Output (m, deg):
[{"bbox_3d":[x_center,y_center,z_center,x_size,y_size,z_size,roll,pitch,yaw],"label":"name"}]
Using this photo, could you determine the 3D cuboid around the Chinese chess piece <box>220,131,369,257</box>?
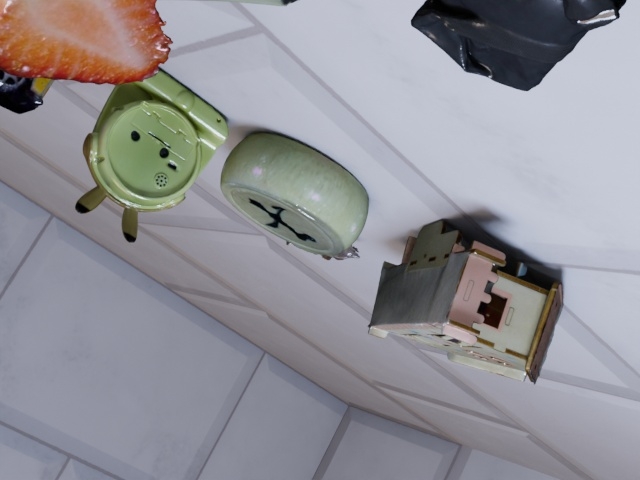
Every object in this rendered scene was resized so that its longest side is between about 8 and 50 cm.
[{"bbox_3d":[-0.037,-0.063,1.258,0.238,0.092,0.238,25,165,7],"label":"Chinese chess piece"}]

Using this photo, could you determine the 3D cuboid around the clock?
[{"bbox_3d":[-0.248,-0.114,1.190,0.170,0.232,0.069,34,164,-24],"label":"clock"}]

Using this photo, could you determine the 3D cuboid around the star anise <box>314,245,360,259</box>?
[{"bbox_3d":[-0.007,-0.006,1.451,0.129,0.056,0.124,34,164,-22],"label":"star anise"}]

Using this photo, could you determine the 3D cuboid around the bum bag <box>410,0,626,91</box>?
[{"bbox_3d":[0.157,-0.183,0.599,0.123,0.060,0.248,31,164,-6],"label":"bum bag"}]

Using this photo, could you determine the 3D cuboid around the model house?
[{"bbox_3d":[0.236,0.096,1.203,0.244,0.169,0.326,24,167,-12],"label":"model house"}]

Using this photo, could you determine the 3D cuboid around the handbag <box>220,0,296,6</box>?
[{"bbox_3d":[-0.136,-0.283,0.713,0.315,0.109,0.241,14,160,31],"label":"handbag"}]

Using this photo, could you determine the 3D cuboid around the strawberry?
[{"bbox_3d":[-0.227,-0.220,0.725,0.106,0.175,0.236,63,163,15],"label":"strawberry"}]

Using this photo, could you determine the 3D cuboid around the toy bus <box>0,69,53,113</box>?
[{"bbox_3d":[-0.450,-0.323,0.999,0.171,0.162,0.386,22,164,36],"label":"toy bus"}]
